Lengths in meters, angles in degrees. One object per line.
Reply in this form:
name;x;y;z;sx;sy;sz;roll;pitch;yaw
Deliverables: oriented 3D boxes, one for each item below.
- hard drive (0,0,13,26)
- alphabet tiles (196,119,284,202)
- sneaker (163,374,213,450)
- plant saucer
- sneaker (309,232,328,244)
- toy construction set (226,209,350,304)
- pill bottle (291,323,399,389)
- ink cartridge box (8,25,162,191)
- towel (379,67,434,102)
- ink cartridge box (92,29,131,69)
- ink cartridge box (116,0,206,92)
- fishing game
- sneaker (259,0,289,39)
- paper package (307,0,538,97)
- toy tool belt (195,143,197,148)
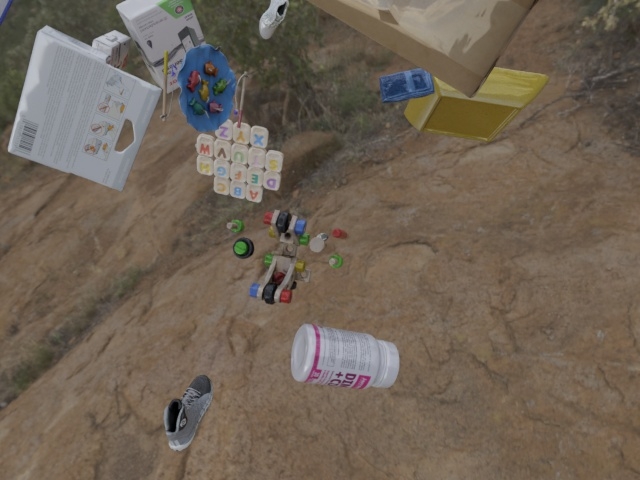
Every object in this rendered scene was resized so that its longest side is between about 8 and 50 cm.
hard drive;-1.010;-0.593;1.341;0.210;0.040;0.319;35;96;42
alphabet tiles;-0.264;-0.253;1.480;0.283;0.278;0.021;13;38;0
sneaker;-0.379;0.466;1.301;0.086;0.132;0.229;1;43;10
plant saucer;0.439;-0.391;1.349;0.332;0.333;0.081;9;78;0
sneaker;0.000;0.000;1.579;0.083;0.035;0.031;-24;49;39
toy construction set;-0.060;0.037;1.290;0.308;0.237;0.258;-15;84;14
pill bottle;0.071;0.338;1.300;0.282;0.160;0.160;13;36;-18
ink cartridge box;-0.503;-0.269;0.977;0.275;0.238;0.060;-57;29;24
towel;0.196;-0.356;1.038;0.119;0.029;0.067;-10;84;5
ink cartridge box;-0.641;-0.570;1.386;0.056;0.099;0.135;22;35;-10
ink cartridge box;-0.490;-0.653;1.468;0.198;0.273;0.115;-37;60;-14
fishing game;-0.241;-0.333;1.002;0.041;0.189;0.264;15;12;26
sneaker;-0.143;-0.684;1.392;0.053;0.152;0.061;1;51;-35
paper package;0.163;-0.402;0.696;0.324;0.168;0.309;33;39;5
toy tool belt;-0.403;-0.323;1.614;0.051;0.083;0.052;-38;-3;21
